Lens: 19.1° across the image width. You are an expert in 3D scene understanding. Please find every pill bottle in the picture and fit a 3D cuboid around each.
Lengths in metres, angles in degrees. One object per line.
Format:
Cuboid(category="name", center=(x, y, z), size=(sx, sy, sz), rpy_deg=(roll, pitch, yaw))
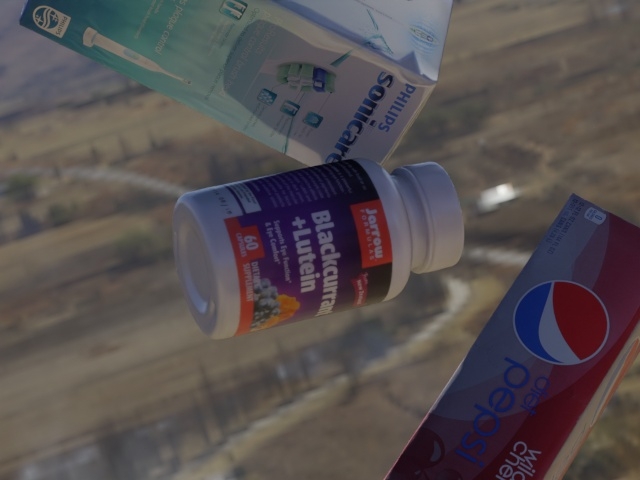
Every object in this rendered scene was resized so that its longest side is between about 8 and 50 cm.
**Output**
Cuboid(category="pill bottle", center=(0.000, 0.000, 1.369), size=(0.194, 0.108, 0.108), rpy_deg=(-13, 8, -19))

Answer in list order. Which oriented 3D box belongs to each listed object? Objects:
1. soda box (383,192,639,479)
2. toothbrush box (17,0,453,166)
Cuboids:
Cuboid(category="soda box", center=(0.127, 0.103, 1.188), size=(0.263, 0.083, 0.092), rpy_deg=(-55, -17, -25))
Cuboid(category="toothbrush box", center=(-0.052, -0.200, 1.467), size=(0.126, 0.296, 0.216), rpy_deg=(-56, 12, 38))
